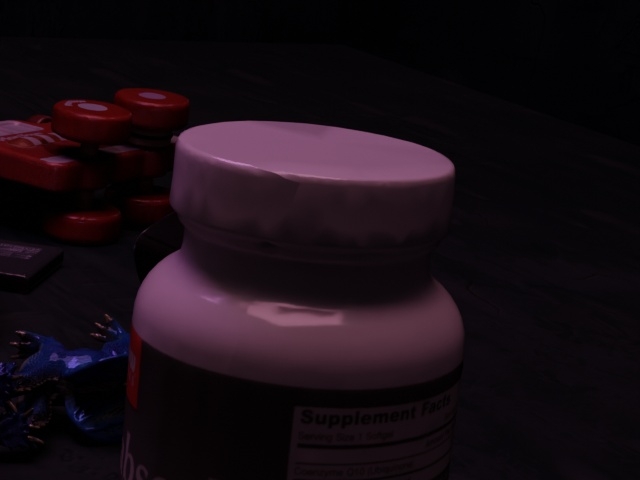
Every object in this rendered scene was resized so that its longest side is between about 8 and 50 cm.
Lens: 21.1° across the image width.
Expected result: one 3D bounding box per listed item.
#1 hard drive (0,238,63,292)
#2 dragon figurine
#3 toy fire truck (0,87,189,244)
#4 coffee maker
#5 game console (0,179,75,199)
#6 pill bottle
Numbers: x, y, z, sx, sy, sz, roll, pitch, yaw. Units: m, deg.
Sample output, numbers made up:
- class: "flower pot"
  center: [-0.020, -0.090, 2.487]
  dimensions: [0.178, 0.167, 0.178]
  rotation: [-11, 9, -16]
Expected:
- class: "hard drive"
  center: [-0.362, 0.028, 1.990]
  dimensions: [0.094, 0.022, 0.135]
  rotation: [8, 14, 8]
- class: "dragon figurine"
  center: [-0.191, 0.128, 1.540]
  dimensions: [0.289, 0.085, 0.144]
  rotation: [-2, 16, -26]
- class: "toy fire truck"
  center: [-0.325, -0.119, 2.253]
  dimensions: [0.254, 0.169, 0.302]
  rotation: [17, 19, 27]
- class: "coffee maker"
  center: [-0.119, 0.040, 1.846]
  dimensions: [0.171, 0.120, 0.178]
  rotation: [-8, 19, -42]
- class: "game console"
  center: [-0.503, -0.101, 2.402]
  dimensions: [0.361, 0.044, 0.213]
  rotation: [14, 18, 32]
- class: "pill bottle"
  center: [-0.021, 0.118, 1.086]
  dimensions: [0.210, 0.363, 0.210]
  rotation: [5, 14, -1]
